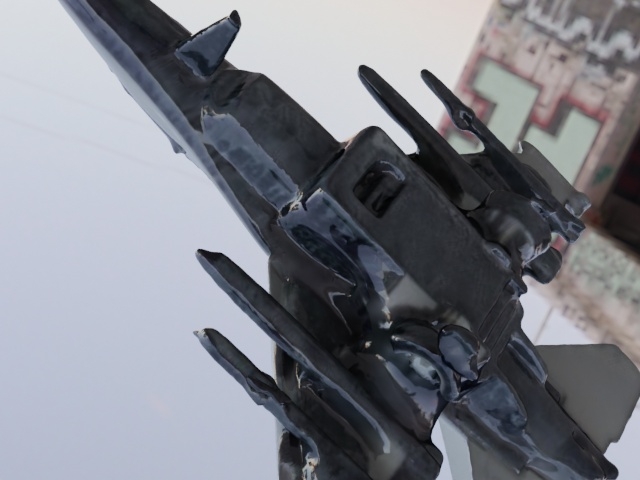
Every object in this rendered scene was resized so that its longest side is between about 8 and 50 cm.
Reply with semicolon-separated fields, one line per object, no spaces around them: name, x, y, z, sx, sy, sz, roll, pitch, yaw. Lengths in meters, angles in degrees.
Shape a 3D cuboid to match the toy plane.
toy plane;0.013;0.001;0.380;0.234;0.082;0.160;52;-128;-18
